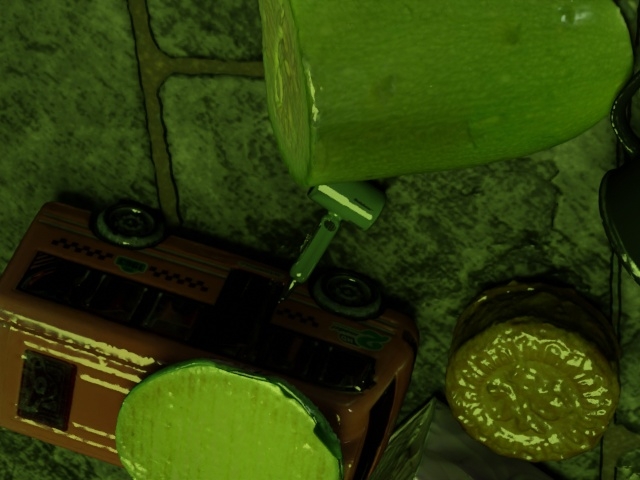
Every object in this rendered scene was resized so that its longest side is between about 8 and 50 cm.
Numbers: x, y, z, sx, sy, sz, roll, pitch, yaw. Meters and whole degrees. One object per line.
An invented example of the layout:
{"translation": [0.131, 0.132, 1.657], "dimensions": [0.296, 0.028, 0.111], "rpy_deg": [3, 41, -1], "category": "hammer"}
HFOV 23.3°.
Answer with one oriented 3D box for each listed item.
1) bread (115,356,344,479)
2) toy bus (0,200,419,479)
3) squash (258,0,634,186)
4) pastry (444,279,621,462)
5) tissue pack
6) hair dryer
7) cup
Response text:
{"translation": [-0.086, 0.201, 1.473], "dimensions": [0.228, 0.033, 0.228], "rpy_deg": [8, 124, 11], "category": "bread"}
{"translation": [-0.127, 0.130, 1.597], "dimensions": [0.426, 0.233, 0.203], "rpy_deg": [18, 126, 4], "category": "toy bus"}
{"translation": [0.116, -0.177, 1.428], "dimensions": [0.308, 0.210, 0.234], "rpy_deg": [-12, 122, -11], "category": "squash"}
{"translation": [0.216, 0.136, 1.585], "dimensions": [0.188, 0.103, 0.189], "rpy_deg": [8, 126, 11], "category": "pastry"}
{"translation": [0.182, 0.363, 1.716], "dimensions": [0.338, 0.160, 0.242], "rpy_deg": [36, 126, -11], "category": "tissue pack"}
{"translation": [0.000, 0.000, 1.545], "dimensions": [0.071, 0.047, 0.150], "rpy_deg": [32, 86, -5], "category": "hair dryer"}
{"translation": [0.339, -0.056, 1.396], "dimensions": [0.176, 0.169, 0.223], "rpy_deg": [-35, 92, 39], "category": "cup"}
